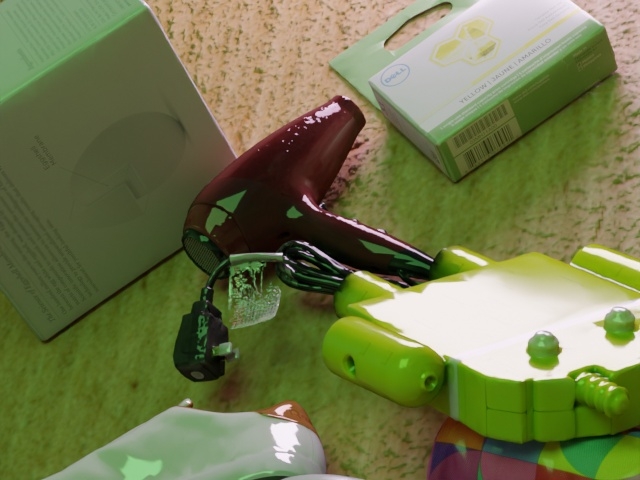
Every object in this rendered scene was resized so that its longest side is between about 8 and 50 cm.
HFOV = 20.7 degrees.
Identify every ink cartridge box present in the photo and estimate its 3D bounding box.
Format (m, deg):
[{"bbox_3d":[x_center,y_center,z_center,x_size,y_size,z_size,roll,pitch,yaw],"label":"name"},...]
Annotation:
[{"bbox_3d":[0.116,-0.165,1.488,0.171,0.056,0.235,-35,43,-6],"label":"ink cartridge box"}]

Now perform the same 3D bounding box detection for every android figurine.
[{"bbox_3d":[0.132,0.062,1.156,0.248,0.056,0.273,-14,20,-28],"label":"android figurine"}]

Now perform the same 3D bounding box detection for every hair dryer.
[{"bbox_3d":[0.000,0.000,1.393,0.224,0.080,0.293,-4,50,5],"label":"hair dryer"}]

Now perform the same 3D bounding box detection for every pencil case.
[{"bbox_3d":[0.181,0.164,1.083,0.236,0.104,0.104,13,56,39],"label":"pencil case"}]

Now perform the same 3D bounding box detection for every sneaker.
[{"bbox_3d":[-0.134,0.186,1.251,0.290,0.106,0.123,-13,33,7],"label":"sneaker"}]

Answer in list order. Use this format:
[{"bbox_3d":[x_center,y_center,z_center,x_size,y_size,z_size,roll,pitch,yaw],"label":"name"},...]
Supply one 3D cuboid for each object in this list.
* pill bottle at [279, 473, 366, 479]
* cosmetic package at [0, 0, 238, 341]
[{"bbox_3d":[-0.015,0.305,0.986,0.181,0.181,0.323,2,49,31],"label":"pill bottle"},{"bbox_3d":[-0.211,-0.079,1.456,0.225,0.224,0.138,-35,41,-7],"label":"cosmetic package"}]
